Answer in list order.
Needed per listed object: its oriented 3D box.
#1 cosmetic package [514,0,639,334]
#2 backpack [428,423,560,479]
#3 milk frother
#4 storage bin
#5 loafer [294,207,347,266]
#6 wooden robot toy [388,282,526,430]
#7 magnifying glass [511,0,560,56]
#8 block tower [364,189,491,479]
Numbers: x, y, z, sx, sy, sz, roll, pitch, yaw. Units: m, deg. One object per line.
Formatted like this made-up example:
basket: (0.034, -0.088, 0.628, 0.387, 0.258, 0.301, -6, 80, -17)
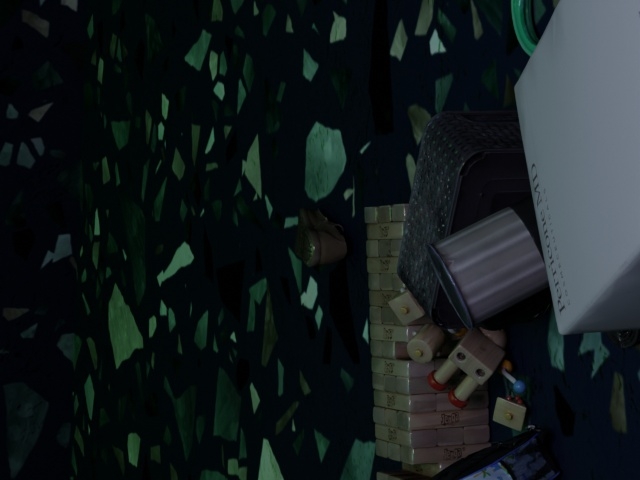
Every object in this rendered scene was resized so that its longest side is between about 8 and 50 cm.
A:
cosmetic package: (0.254, -0.090, 1.134, 0.385, 0.156, 0.217, 110, 153, -68)
backpack: (0.155, 0.234, 1.569, 0.084, 0.114, 0.105, 63, 152, 7)
milk frother: (0.184, 0.041, 1.448, 0.129, 0.135, 0.143, 65, 177, -35)
storage bin: (0.151, -0.019, 1.542, 0.084, 0.122, 0.180, -124, 38, -53)
loafer: (0.000, 0.000, 2.016, 0.148, 0.050, 0.056, -109, 26, -70)
wooden robot toy: (0.141, 0.102, 1.634, 0.173, 0.079, 0.076, 41, 131, 2)
magnifying glass: (0.215, -0.159, 1.499, 0.092, 0.026, 0.231, 116, 144, -49)
block tower: (0.107, 0.115, 1.703, 0.091, 0.097, 0.335, 179, 89, -67)
